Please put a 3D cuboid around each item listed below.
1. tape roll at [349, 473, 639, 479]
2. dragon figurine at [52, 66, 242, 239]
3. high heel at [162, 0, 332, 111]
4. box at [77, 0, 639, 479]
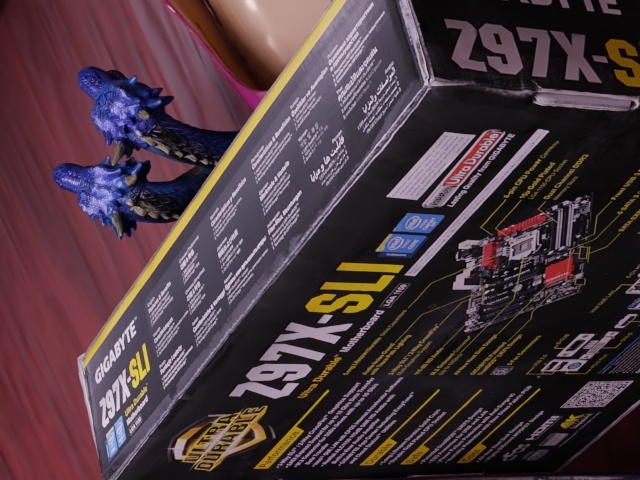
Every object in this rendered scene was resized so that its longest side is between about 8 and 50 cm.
[{"bbox_3d":[0.091,0.158,0.988,0.189,0.189,0.080,-4,84,21],"label":"tape roll"},{"bbox_3d":[0.000,0.000,1.021,0.289,0.144,0.085,32,116,6],"label":"dragon figurine"},{"bbox_3d":[-0.078,-0.149,0.930,0.127,0.181,0.377,-45,73,37],"label":"high heel"},{"bbox_3d":[0.072,0.004,0.859,0.322,0.257,0.079,-51,44,47],"label":"box"}]
